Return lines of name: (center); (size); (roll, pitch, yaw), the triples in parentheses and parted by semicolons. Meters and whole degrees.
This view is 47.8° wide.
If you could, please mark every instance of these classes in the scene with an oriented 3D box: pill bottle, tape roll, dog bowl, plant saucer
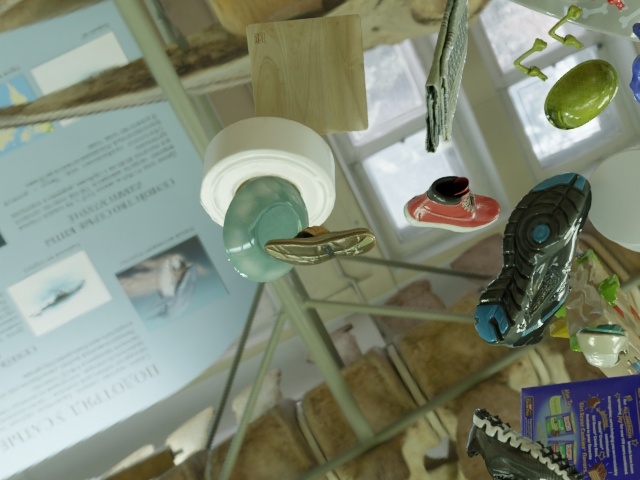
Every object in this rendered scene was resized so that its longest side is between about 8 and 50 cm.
pill bottle: (0.659, -0.080, 1.402); (0.210, 0.210, 0.362); (-15, 172, 39)
tape roll: (-0.111, -0.124, 1.533); (0.286, 0.286, 0.100); (-21, -132, 23)
dog bowl: (0.501, -0.477, 1.387); (0.348, 0.102, 0.349); (13, -154, -7)
plant saucer: (-0.085, -0.018, 1.305); (0.195, 0.195, 0.037); (-35, -152, -30)

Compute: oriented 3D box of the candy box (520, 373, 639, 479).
candy box: (0.582, 0.426, 1.475); (0.317, 0.122, 0.268); (-15, -134, 31)

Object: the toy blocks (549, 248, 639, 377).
toy blocks: (0.722, 0.221, 1.778); (0.190, 0.261, 0.381); (-40, -169, 28)

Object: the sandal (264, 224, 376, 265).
sandal: (0.000, 0.000, 1.160); (0.180, 0.072, 0.049); (-10, -124, 14)

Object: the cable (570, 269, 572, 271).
cable: (0.654, 0.135, 2.107); (0.184, 0.150, 0.047); (-52, -156, -2)

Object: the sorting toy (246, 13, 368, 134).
sorting toy: (-0.027, -0.375, 1.670); (0.255, 0.257, 0.089); (-5, -167, 1)

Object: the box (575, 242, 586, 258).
box: (0.628, -0.015, 1.881); (0.027, 0.137, 0.094); (-42, -139, 22)

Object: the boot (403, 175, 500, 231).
boot: (0.332, -0.089, 1.627); (0.244, 0.089, 0.176); (-1, 160, -23)

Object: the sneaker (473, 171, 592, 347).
sneaker: (0.403, 0.039, 1.323); (0.125, 0.139, 0.341); (40, -71, 51)

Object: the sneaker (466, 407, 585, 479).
sneaker: (0.364, 0.408, 1.312); (0.234, 0.106, 0.078); (28, -172, 34)

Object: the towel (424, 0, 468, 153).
towel: (0.296, -0.395, 1.651); (0.056, 0.324, 0.312); (13, 162, 13)

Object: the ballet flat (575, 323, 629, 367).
ballet flat: (0.540, 0.202, 1.365); (0.086, 0.086, 0.248); (-19, 166, 30)

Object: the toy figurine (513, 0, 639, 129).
toy figurine: (0.489, -0.282, 1.039); (0.362, 0.191, 0.217); (-40, -150, 17)
